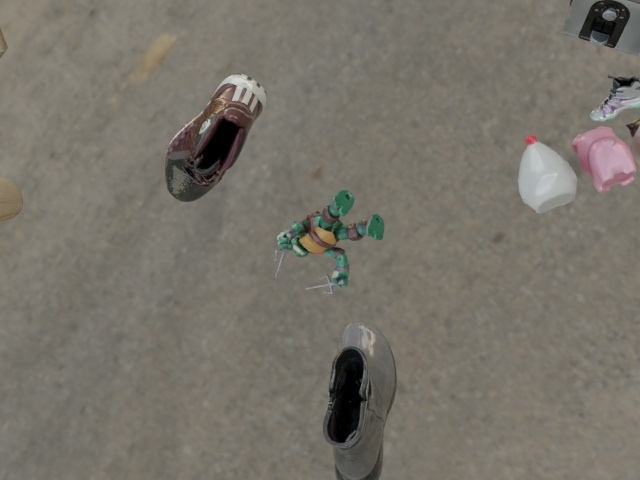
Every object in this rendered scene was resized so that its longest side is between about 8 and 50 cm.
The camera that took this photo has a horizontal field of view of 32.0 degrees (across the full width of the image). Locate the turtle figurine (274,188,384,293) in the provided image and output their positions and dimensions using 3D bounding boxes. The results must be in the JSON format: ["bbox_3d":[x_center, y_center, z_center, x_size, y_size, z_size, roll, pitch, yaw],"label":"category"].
[{"bbox_3d":[0.000,0.000,2.015,0.234,0.175,0.118,-35,43,43],"label":"turtle figurine"}]

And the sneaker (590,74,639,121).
[{"bbox_3d":[0.463,-0.232,1.766,0.098,0.069,0.038,-24,34,24],"label":"sneaker"}]

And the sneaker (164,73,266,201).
[{"bbox_3d":[-0.194,-0.133,1.812,0.281,0.106,0.163,-53,13,38],"label":"sneaker"}]

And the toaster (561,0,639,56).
[{"bbox_3d":[0.382,-0.304,1.307,0.168,0.110,0.186,17,62,5],"label":"toaster"}]

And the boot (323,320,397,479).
[{"bbox_3d":[0.069,0.243,1.949,0.118,0.223,0.338,-5,52,6],"label":"boot"}]

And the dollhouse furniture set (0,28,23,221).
[{"bbox_3d":[-0.383,-0.091,1.137,0.212,0.161,0.242,-28,81,48],"label":"dollhouse furniture set"}]

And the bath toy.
[{"bbox_3d":[0.485,-0.151,1.849,0.348,0.151,0.129,-18,73,-2],"label":"bath toy"}]
